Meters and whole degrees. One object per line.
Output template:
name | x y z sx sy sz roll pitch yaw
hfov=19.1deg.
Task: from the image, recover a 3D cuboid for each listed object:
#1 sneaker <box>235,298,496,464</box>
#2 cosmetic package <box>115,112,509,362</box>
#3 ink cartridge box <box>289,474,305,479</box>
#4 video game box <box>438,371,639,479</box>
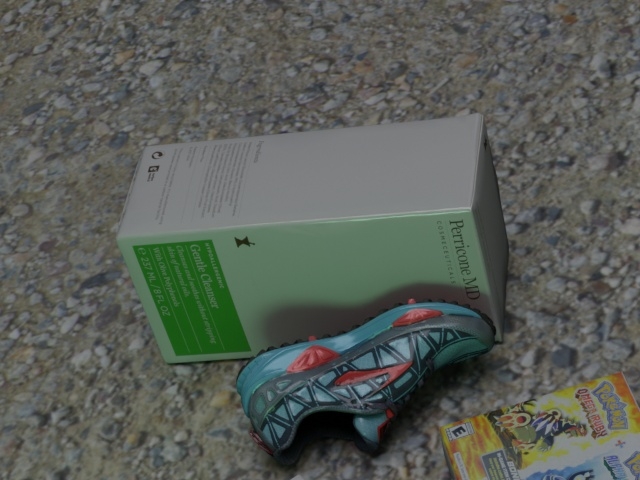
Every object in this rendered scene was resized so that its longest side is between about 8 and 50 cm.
sneaker | 0.055 0.149 1.861 0.261 0.104 0.125 -19 58 3
cosmetic package | 0.000 0.000 1.952 0.365 0.197 0.155 -5 42 16
ink cartridge box | -0.020 0.318 1.687 0.139 0.082 0.190 -30 44 -16
video game box | 0.222 0.226 1.735 0.187 0.048 0.205 -16 41 -2
